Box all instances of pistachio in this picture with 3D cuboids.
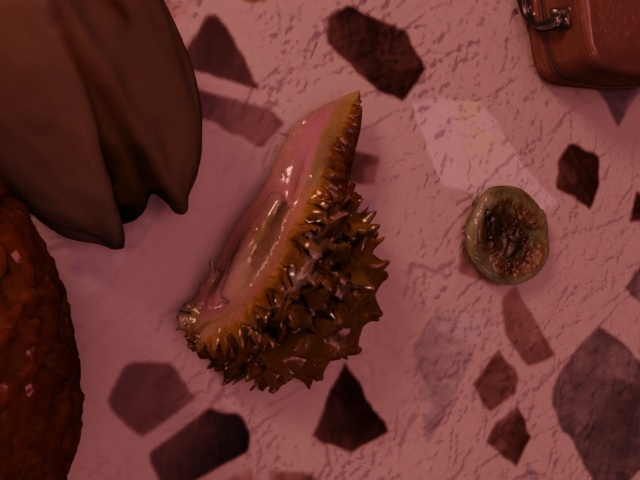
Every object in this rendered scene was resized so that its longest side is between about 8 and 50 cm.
[{"bbox_3d":[-0.144,-0.098,0.354,0.137,0.153,0.238,-31,132,-10],"label":"pistachio"}]

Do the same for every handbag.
[{"bbox_3d":[0.235,-0.222,0.542,0.151,0.072,0.194,-10,96,-22],"label":"handbag"}]

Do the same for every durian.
[{"bbox_3d":[-0.001,-0.002,0.442,0.140,0.078,0.225,19,85,-21],"label":"durian"}]

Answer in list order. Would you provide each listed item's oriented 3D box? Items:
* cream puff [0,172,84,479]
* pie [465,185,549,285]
[{"bbox_3d":[-0.252,0.065,0.271,0.302,0.212,0.304,1,88,-18],"label":"cream puff"},{"bbox_3d":[0.154,-0.003,0.538,0.085,0.017,0.085,0,91,-22],"label":"pie"}]
